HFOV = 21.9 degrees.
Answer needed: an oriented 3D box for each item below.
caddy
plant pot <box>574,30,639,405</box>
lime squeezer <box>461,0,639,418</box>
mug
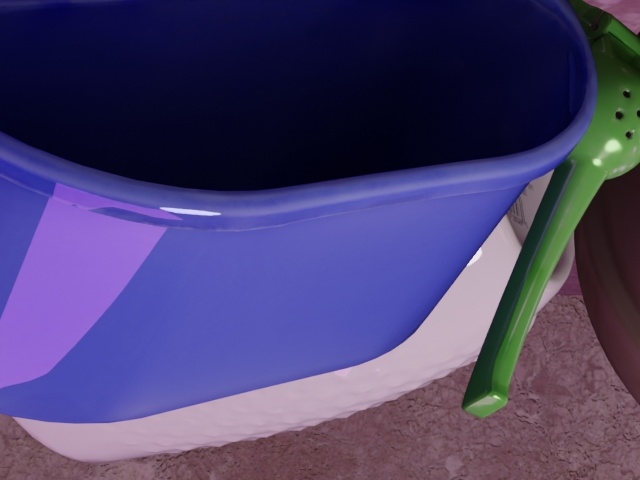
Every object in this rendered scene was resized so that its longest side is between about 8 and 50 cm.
[{"bbox_3d":[-0.049,-0.078,0.651,0.341,0.241,0.179,-10,144,-40],"label":"caddy"},{"bbox_3d":[0.277,-0.059,0.767,0.323,0.323,0.280,-1,156,9],"label":"plant pot"},{"bbox_3d":[0.110,-0.069,0.778,0.059,0.310,0.110,17,139,-20],"label":"lime squeezer"},{"bbox_3d":[0.000,0.000,1.067,0.328,0.276,0.374,-13,149,25],"label":"mug"}]
